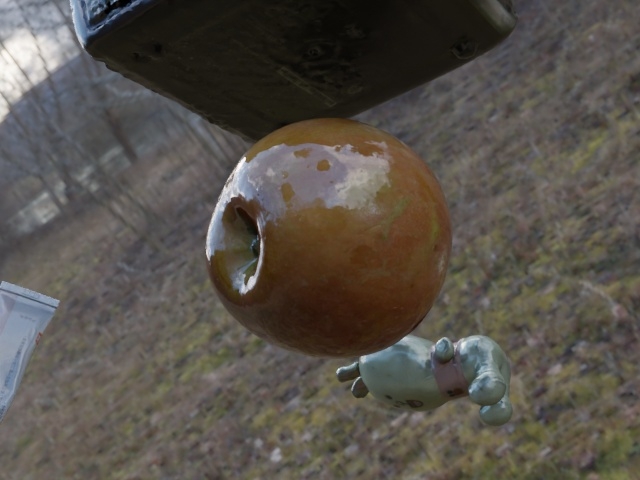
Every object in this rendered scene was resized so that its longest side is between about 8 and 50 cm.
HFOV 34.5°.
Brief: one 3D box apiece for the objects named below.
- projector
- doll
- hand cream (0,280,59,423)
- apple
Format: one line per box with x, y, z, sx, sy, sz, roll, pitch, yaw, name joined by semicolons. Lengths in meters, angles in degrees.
-0.031;-0.313;1.219;0.405;0.242;0.395;-23;-23;25;projector
0.156;0.184;1.451;0.275;0.155;0.113;1;59;39;doll
-0.306;0.129;0.957;0.038;0.052;0.216;-23;37;32;hand cream
0.000;0.000;1.036;0.253;0.253;0.253;-34;12;8;apple
